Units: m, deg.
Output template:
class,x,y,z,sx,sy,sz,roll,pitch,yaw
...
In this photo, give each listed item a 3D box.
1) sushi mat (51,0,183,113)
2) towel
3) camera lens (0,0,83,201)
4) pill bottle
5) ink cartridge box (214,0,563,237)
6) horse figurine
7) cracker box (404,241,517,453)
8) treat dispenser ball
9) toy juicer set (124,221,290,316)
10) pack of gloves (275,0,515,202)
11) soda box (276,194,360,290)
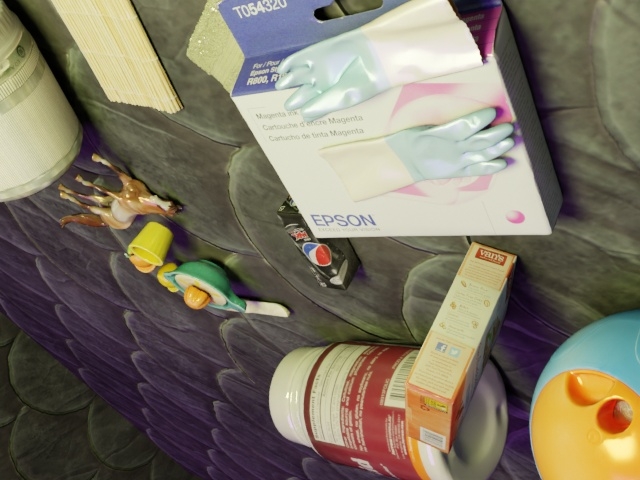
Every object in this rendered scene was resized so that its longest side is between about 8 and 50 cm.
class,x,y,z,sx,sy,sz,roll,pitch,yaw
sushi mat,-0.307,-0.310,0.934,0.151,0.019,0.316,15,145,30
towel,-0.107,-0.237,0.843,0.110,0.027,0.148,39,149,-8
camera lens,-0.518,-0.213,1.070,0.219,0.219,0.274,18,146,25
pill bottle,0.104,0.292,1.209,0.392,0.224,0.224,-4,134,46
ink cartridge box,0.066,-0.135,0.764,0.324,0.071,0.330,-1,137,36
horse figurine,-0.389,-0.072,1.290,0.174,0.066,0.263,30,146,-30
cracker box,0.185,0.140,0.906,0.067,0.232,0.156,18,147,21
treat dispenser ball,0.386,0.221,0.780,0.288,0.288,0.288,24,148,16
toy juicer set,-0.246,0.097,1.359,0.329,0.089,0.209,35,154,-20
pack of gloves,0.065,-0.118,0.690,0.232,0.046,0.195,-10,126,42
soda box,0.000,0.000,1.049,0.053,0.060,0.169,5,140,37
